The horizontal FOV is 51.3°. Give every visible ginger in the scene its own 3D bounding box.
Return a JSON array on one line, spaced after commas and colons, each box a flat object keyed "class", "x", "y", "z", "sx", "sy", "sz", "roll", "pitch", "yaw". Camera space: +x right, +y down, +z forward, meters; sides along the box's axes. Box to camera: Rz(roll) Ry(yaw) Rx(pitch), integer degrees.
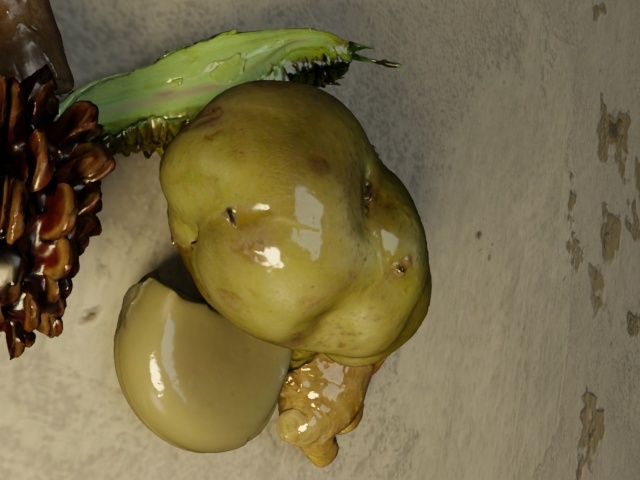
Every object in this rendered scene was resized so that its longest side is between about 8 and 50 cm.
[{"class": "ginger", "x": 0.014, "y": 0.149, "z": 0.786, "sx": 0.157, "sy": 0.102, "sz": 0.216, "roll": 42, "pitch": 58, "yaw": -40}]

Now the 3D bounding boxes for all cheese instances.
[{"class": "cheese", "x": -0.118, "y": 0.114, "z": 0.664, "sx": 0.202, "sy": 0.091, "sz": 0.175, "roll": 43, "pitch": 56, "yaw": -34}]

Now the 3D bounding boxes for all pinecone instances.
[{"class": "pinecone", "x": -0.252, "y": -0.029, "z": 0.453, "sx": 0.221, "sy": 0.221, "sz": 0.221, "roll": 4, "pitch": 84, "yaw": -45}]

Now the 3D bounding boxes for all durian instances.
[{"class": "durian", "x": -0.095, "y": -0.142, "z": 0.677, "sx": 0.375, "sy": 0.106, "sz": 0.132, "roll": -22, "pitch": 79, "yaw": -21}]

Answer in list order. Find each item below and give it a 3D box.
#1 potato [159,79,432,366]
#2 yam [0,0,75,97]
[{"class": "potato", "x": -0.002, "y": 0.003, "z": 0.636, "sx": 0.351, "sy": 0.202, "sz": 0.218, "roll": 35, "pitch": 31, "yaw": -46}, {"class": "yam", "x": -0.257, "y": -0.180, "z": 0.551, "sx": 0.084, "sy": 0.084, "sz": 0.127, "roll": -21, "pitch": 103, "yaw": -44}]
